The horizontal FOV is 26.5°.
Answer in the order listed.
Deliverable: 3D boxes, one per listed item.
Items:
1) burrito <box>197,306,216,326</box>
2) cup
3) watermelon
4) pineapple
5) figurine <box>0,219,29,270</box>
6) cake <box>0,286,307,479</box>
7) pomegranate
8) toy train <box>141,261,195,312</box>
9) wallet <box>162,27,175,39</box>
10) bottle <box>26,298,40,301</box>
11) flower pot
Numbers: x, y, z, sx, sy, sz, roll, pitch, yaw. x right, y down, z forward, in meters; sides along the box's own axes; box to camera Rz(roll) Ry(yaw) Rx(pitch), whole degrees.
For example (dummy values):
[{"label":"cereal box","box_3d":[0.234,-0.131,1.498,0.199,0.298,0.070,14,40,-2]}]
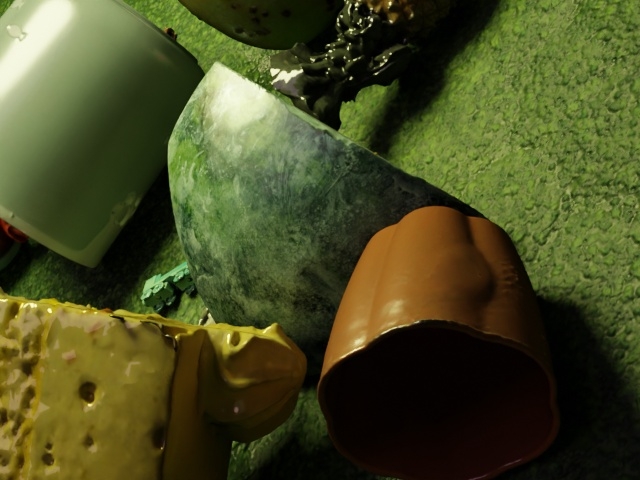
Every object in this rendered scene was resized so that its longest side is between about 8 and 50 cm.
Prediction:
[{"label":"burrito","box_3d":[-0.075,0.032,1.400,0.045,0.041,0.185,27,81,11]},{"label":"cup","box_3d":[-0.303,-0.161,1.638,0.274,0.259,0.356,-54,18,1]},{"label":"watermelon","box_3d":[0.000,0.000,1.294,0.319,0.213,0.290,19,113,15]},{"label":"pineapple","box_3d":[0.045,-0.207,1.368,0.237,0.111,0.119,-53,26,-8]},{"label":"figurine","box_3d":[-0.456,-0.040,1.812,0.138,0.110,0.245,-47,30,7]},{"label":"cake","box_3d":[-0.168,0.167,1.183,0.286,0.222,0.228,8,88,17]},{"label":"pomegranate","box_3d":[-0.040,-0.340,1.505,0.290,0.323,0.291,-4,71,13]},{"label":"toy train","box_3d":[-0.158,0.045,1.489,0.092,0.029,0.045,-31,28,23]},{"label":"wallet","box_3d":[-0.264,-0.216,1.797,0.176,0.026,0.095,-18,45,36]},{"label":"bottle","box_3d":[-0.367,0.168,1.569,0.110,0.097,0.209,39,94,30]},{"label":"flower pot","box_3d":[0.093,0.075,1.084,0.190,0.190,0.173,-33,32,27]}]
